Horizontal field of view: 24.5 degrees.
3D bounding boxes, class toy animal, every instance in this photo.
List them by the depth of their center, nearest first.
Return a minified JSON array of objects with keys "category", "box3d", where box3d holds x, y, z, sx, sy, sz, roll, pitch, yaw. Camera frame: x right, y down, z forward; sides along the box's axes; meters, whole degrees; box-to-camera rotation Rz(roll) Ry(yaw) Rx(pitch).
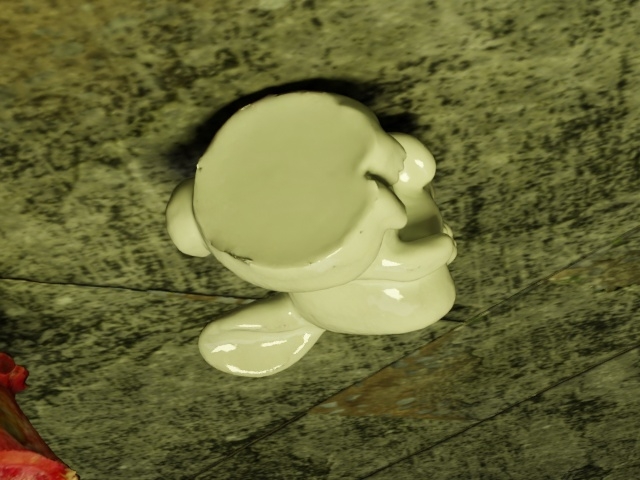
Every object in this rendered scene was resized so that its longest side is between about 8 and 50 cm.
[{"category":"toy animal","box3d":[-0.007,-0.003,0.923,0.178,0.127,0.193,-11,159,6]}]

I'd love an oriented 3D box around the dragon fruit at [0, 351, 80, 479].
[{"category":"dragon fruit","box3d":[-0.371,0.157,1.004,0.371,0.249,0.386,-28,160,2]}]
